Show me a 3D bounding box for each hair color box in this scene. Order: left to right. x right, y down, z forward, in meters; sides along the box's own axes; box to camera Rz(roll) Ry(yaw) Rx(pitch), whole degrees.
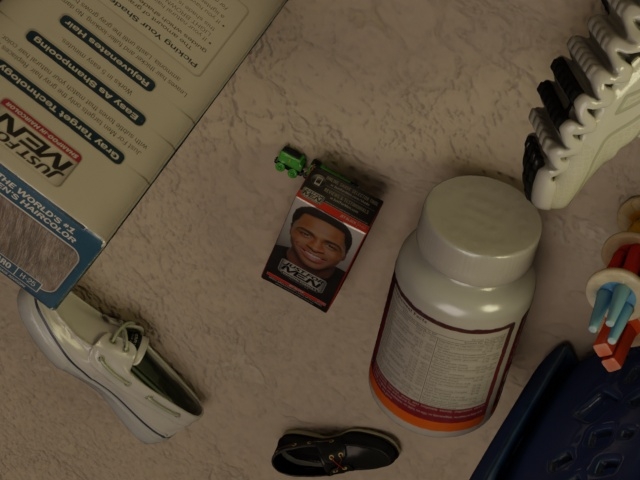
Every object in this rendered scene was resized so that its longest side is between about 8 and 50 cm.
[{"bbox_3d":[-0.175,-0.127,1.435,0.174,0.347,0.105,38,134,-6],"label":"hair color box"},{"bbox_3d":[0.000,0.000,1.649,0.072,0.043,0.141,28,145,3],"label":"hair color box"}]

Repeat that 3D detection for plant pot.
[{"bbox_3d":[0.267,0.224,1.597,0.212,0.236,0.236,-4,126,38],"label":"plant pot"}]

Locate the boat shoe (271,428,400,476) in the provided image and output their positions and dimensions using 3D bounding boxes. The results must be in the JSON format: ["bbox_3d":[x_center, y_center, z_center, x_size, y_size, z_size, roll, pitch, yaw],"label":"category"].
[{"bbox_3d":[0.015,0.214,1.841,0.133,0.042,0.049,-2,124,26],"label":"boat shoe"}]

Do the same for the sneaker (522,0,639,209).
[{"bbox_3d":[0.246,-0.133,1.350,0.118,0.110,0.292,25,115,-14],"label":"sneaker"}]

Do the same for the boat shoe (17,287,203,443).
[{"bbox_3d":[-0.201,0.109,1.847,0.076,0.083,0.226,-26,125,27],"label":"boat shoe"}]

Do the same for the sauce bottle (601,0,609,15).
[{"bbox_3d":[0.244,-0.149,1.417,0.042,0.042,0.128,-15,121,35],"label":"sauce bottle"}]

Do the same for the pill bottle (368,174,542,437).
[{"bbox_3d":[0.117,0.057,1.600,0.121,0.121,0.221,21,133,10],"label":"pill bottle"}]

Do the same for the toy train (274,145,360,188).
[{"bbox_3d":[-0.002,-0.057,1.638,0.083,0.017,0.023,27,123,3],"label":"toy train"}]

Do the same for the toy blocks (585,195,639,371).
[{"bbox_3d":[0.245,0.053,1.513,0.054,0.148,0.123,15,132,16],"label":"toy blocks"}]
